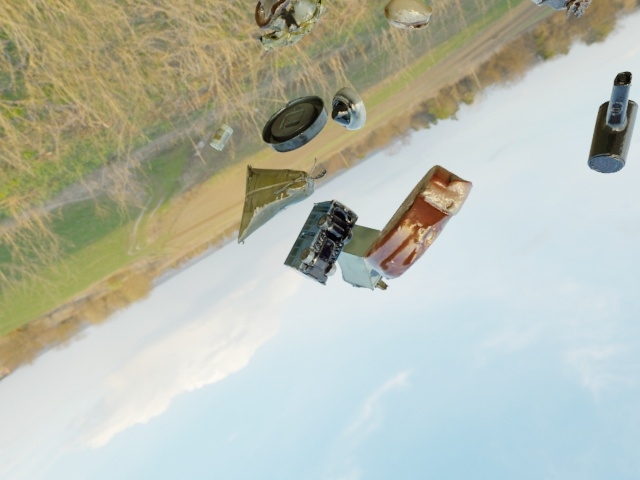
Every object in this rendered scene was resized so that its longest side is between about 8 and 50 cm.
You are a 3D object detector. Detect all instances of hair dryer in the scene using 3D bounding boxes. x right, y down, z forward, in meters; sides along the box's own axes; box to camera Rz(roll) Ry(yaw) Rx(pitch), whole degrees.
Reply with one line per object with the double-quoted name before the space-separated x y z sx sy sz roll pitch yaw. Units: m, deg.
"hair dryer" 0.731 -0.312 1.007 0.089 0.251 0.197 13 -109 35

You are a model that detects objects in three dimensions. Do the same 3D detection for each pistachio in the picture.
"pistachio" 0.400 -1.048 1.872 0.144 0.216 0.143 19 90 -82

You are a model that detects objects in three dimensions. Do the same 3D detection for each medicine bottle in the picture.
"medicine bottle" -0.346 -0.361 1.415 0.083 0.047 0.047 -62 -167 -8

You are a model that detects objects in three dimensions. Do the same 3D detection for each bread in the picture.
"bread" 0.250 -0.043 1.096 0.327 0.114 0.295 -52 179 -7

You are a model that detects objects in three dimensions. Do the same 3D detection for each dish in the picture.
"dish" 0.070 -0.410 1.301 0.078 0.141 0.141 -34 -173 -24

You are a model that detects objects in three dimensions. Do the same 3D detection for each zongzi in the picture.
"zongzi" -0.175 -0.166 1.897 0.448 0.417 0.181 4 166 26

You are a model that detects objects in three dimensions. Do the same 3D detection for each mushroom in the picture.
"mushroom" -0.263 -1.125 1.893 0.226 0.148 0.218 -55 162 19

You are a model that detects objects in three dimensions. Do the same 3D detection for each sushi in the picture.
"sushi" -0.106 -0.800 1.496 0.291 0.131 0.139 -20 -149 19

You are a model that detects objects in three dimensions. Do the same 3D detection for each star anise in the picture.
"star anise" 0.756 -0.709 1.133 0.149 0.218 0.227 -10 177 -6

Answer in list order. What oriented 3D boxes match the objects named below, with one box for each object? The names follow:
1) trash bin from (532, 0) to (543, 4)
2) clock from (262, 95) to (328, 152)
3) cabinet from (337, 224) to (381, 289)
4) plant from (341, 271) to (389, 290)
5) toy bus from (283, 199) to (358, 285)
"trash bin" 0.739 -1.003 1.425 0.277 0.263 0.217 -31 158 -46
"clock" -0.116 -0.532 1.846 0.326 0.067 0.324 -19 -135 20
"cabinet" 0.167 0.065 1.605 0.150 0.206 0.145 15 -125 34
"plant" 0.236 0.174 2.172 0.234 0.203 0.178 23 -129 33
"toy bus" 0.000 0.000 1.196 0.134 0.116 0.233 9 -111 58
